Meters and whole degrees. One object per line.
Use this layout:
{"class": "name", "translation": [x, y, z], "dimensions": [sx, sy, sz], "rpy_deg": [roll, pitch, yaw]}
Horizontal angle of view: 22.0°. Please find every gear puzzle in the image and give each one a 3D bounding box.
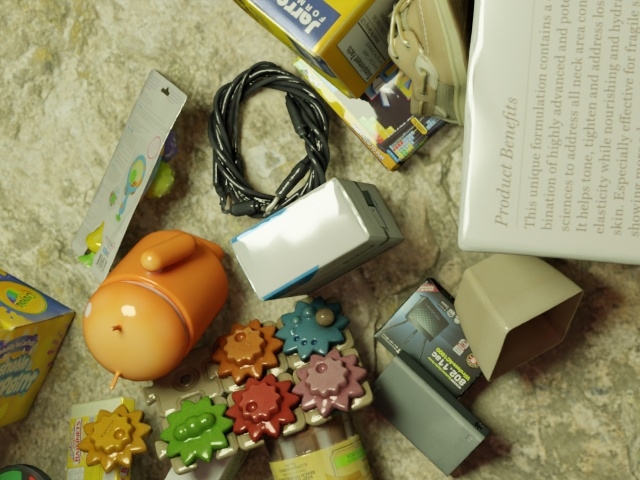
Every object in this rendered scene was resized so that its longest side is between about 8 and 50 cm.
{"class": "gear puzzle", "translation": [-0.120, 0.166, 1.855], "dimensions": [0.339, 0.044, 0.175], "rpy_deg": [-21, 50, 2]}

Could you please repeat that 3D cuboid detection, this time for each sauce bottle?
{"class": "sauce bottle", "translation": [0.033, 0.365, 1.870], "dimensions": [0.111, 0.111, 0.344], "rpy_deg": [-18, 90, 13]}

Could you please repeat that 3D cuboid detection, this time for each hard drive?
{"class": "hard drive", "translation": [0.119, 0.195, 1.861], "dimensions": [0.135, 0.022, 0.094], "rpy_deg": [43, 139, 8]}

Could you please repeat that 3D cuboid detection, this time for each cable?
{"class": "cable", "translation": [-0.058, -0.116, 1.887], "dimensions": [0.151, 0.047, 0.184], "rpy_deg": [-1, 85, 29]}

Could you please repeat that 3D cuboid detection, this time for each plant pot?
{"class": "plant pot", "translation": [0.208, 0.071, 1.806], "dimensions": [0.109, 0.109, 0.096], "rpy_deg": [-26, 63, -24]}

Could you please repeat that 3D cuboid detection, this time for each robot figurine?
{"class": "robot figurine", "translation": [-0.186, 0.071, 1.851], "dimensions": [0.158, 0.219, 0.128], "rpy_deg": [-30, 106, 36]}

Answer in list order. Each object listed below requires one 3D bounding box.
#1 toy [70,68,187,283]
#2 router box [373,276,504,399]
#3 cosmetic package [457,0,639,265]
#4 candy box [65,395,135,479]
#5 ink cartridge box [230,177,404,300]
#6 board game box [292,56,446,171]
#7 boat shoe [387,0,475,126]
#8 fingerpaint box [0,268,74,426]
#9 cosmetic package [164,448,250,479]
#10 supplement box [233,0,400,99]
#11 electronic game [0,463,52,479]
{"class": "toy", "translation": [-0.209, -0.070, 1.918], "dimensions": [0.056, 0.137, 0.237], "rpy_deg": [24, 98, -30]}
{"class": "router box", "translation": [0.135, 0.115, 1.869], "dimensions": [0.122, 0.038, 0.092], "rpy_deg": [43, 101, 8]}
{"class": "cosmetic package", "translation": [0.360, -0.140, 1.660], "dimensions": [0.394, 0.327, 0.329], "rpy_deg": [5, 93, 12]}
{"class": "candy box", "translation": [-0.261, 0.289, 1.920], "dimensions": [0.105, 0.027, 0.205], "rpy_deg": [-14, 68, 48]}
{"class": "ink cartridge box", "translation": [0.000, 0.000, 1.818], "dimensions": [0.140, 0.191, 0.082], "rpy_deg": [-30, 84, 12]}
{"class": "board game box", "translation": [0.076, -0.186, 1.866], "dimensions": [0.141, 0.048, 0.170], "rpy_deg": [-44, 83, 12]}
{"class": "boat shoe", "translation": [0.114, -0.204, 1.688], "dimensions": [0.098, 0.302, 0.109], "rpy_deg": [3, 69, 12]}
{"class": "fingerpaint box", "translation": [-0.537, 0.082, 1.817], "dimensions": [0.371, 0.445, 0.163], "rpy_deg": [28, 99, 10]}
{"class": "cosmetic package", "translation": [-0.166, 0.325, 1.919], "dimensions": [0.060, 0.099, 0.239], "rpy_deg": [31, 99, 8]}
{"class": "supplement box", "translation": [0.063, -0.360, 1.752], "dimensions": [0.195, 0.194, 0.356], "rpy_deg": [41, 91, 16]}
{"class": "electronic game", "translation": [-0.354, 0.379, 1.939], "dimensions": [0.229, 0.048, 0.229], "rpy_deg": [-5, 83, 48]}
